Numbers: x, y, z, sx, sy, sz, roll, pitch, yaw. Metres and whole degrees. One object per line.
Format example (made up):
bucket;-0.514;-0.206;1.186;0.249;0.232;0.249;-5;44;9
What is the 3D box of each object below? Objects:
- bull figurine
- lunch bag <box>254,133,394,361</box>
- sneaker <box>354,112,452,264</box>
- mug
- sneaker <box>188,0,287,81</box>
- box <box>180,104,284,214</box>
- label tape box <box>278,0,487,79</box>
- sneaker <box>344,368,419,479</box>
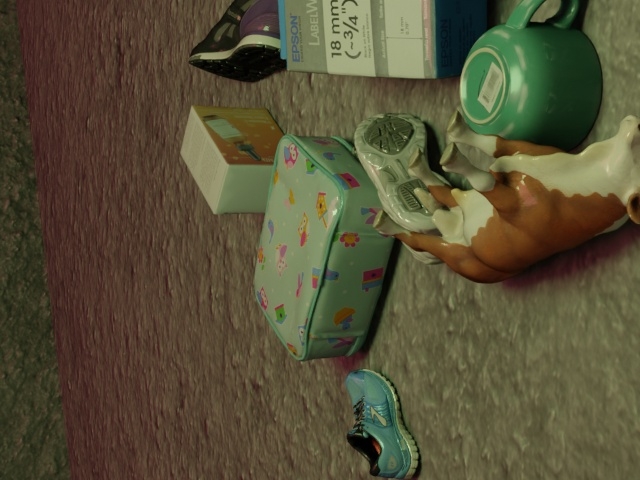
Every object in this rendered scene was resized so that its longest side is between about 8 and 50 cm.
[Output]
bull figurine;0.184;-0.040;1.031;0.101;0.188;0.310;-67;9;-28
lunch bag;0.000;0.000;1.437;0.224;0.107;0.279;-128;45;-52
sneaker;0.097;-0.059;1.277;0.232;0.090;0.115;-105;5;-46
mug;0.197;-0.165;1.066;0.129;0.097;0.158;-21;73;61
sneaker;-0.109;-0.325;1.661;0.283;0.107;0.124;1;78;58
box;-0.121;-0.124;1.632;0.170;0.130;0.091;56;137;44
label tape box;0.029;-0.313;1.235;0.333;0.106;0.241;11;110;42
sneaker;0.064;0.230;1.363;0.162;0.073;0.063;63;143;38
